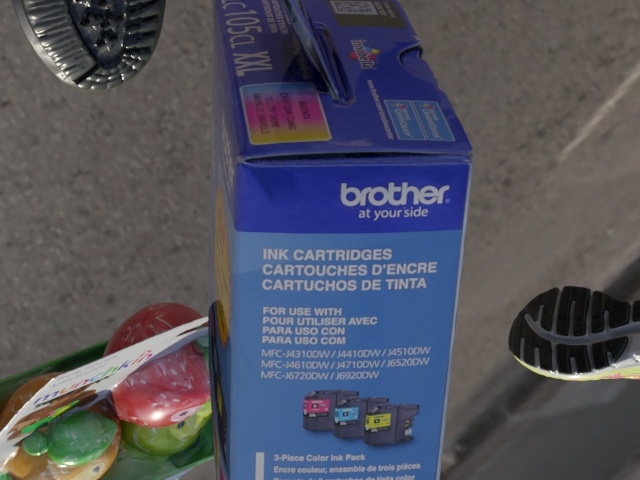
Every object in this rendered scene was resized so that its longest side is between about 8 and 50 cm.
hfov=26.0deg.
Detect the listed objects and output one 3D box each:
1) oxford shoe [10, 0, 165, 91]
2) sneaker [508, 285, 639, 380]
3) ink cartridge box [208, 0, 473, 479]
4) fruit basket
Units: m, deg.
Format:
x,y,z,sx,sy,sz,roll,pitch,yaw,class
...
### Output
x,y,z,sx,sy,sz,roll,pitch,yaw,class
-0.135,-0.177,0.683,0.083,0.096,0.227,-24,131,-13,oxford shoe
0.262,0.090,1.171,0.208,0.081,0.094,-3,154,28,sneaker
0.000,0.000,0.963,0.151,0.270,0.395,0,120,-8,ink cartridge box
-0.171,0.155,1.285,0.327,0.165,0.353,-20,169,-42,fruit basket
